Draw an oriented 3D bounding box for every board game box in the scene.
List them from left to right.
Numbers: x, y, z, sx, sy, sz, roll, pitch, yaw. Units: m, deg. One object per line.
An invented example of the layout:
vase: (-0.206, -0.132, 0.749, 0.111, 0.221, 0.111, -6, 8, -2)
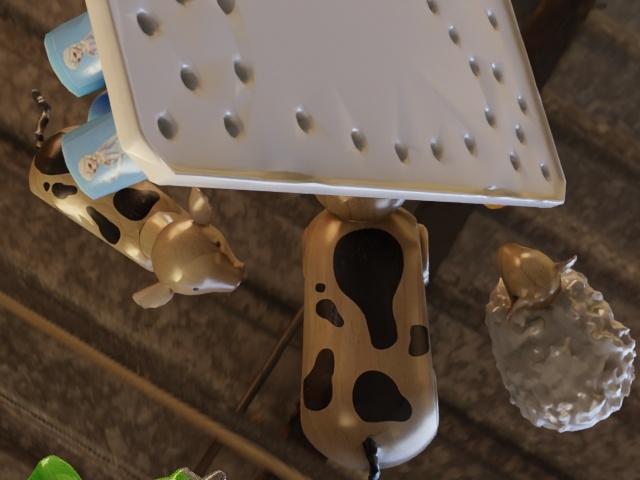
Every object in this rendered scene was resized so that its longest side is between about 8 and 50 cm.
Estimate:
board game box: (-0.024, -0.200, 0.664, 0.050, 0.390, 0.390, -22, -102, 31)

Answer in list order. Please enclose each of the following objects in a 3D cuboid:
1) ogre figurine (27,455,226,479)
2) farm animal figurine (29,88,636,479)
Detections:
ogre figurine: (-0.106, 0.151, 0.515, 0.197, 0.118, 0.097, 2, -136, -43)
farm animal figurine: (0.000, 0.000, 0.827, 0.330, 0.172, 0.327, -19, -98, 0)
